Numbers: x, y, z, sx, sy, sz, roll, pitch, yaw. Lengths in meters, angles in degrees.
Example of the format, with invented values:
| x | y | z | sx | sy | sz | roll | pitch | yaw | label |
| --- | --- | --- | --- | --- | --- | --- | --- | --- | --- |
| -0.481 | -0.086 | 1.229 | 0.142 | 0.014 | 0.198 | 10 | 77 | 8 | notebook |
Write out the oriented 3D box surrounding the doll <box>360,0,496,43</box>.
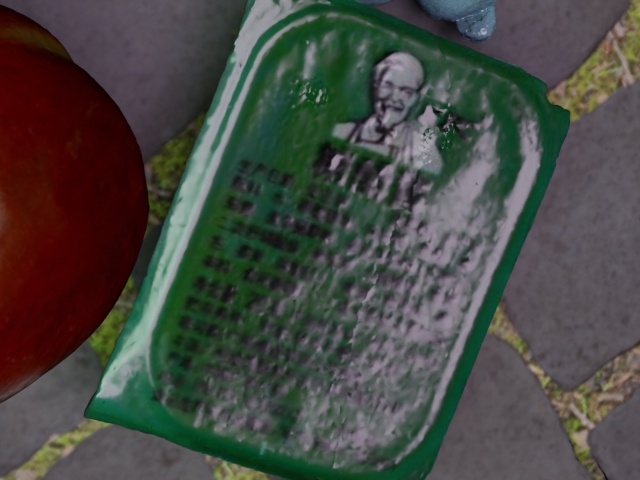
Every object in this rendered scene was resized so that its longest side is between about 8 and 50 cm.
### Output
| x | y | z | sx | sy | sz | roll | pitch | yaw | label |
| --- | --- | --- | --- | --- | --- | --- | --- | --- | --- |
| 0.062 | -0.214 | 1.209 | 0.180 | 0.075 | 0.120 | 10 | 96 | -22 | doll |

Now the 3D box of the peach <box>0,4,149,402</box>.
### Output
| x | y | z | sx | sy | sz | roll | pitch | yaw | label |
| --- | --- | --- | --- | --- | --- | --- | --- | --- | --- |
| -0.253 | -0.015 | 1.001 | 0.362 | 0.201 | 0.257 | -26 | 93 | -41 | peach |

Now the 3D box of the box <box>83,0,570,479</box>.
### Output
| x | y | z | sx | sy | sz | roll | pitch | yaw | label |
| --- | --- | --- | --- | --- | --- | --- | --- | --- | --- |
| 0.000 | 0.000 | 1.222 | 0.264 | 0.106 | 0.336 | 20 | 95 | -23 | box |
